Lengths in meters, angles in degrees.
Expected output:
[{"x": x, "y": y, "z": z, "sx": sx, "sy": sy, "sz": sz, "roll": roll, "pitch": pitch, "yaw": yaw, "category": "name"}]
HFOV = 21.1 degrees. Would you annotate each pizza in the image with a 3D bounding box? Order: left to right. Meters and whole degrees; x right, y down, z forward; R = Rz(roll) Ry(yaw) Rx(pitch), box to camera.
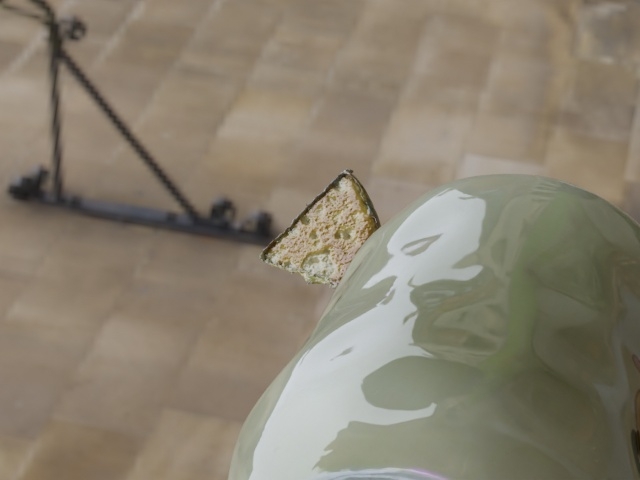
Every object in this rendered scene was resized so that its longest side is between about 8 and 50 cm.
[{"x": 0.000, "y": 0.000, "z": 1.481, "sx": 0.026, "sy": 0.109, "sz": 0.123, "roll": 65, "pitch": -166, "yaw": -60, "category": "pizza"}]

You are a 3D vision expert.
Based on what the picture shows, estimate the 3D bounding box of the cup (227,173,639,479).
[{"x": 0.044, "y": 0.114, "z": 0.745, "sx": 0.255, "sy": 0.173, "sz": 0.202, "roll": -54, "pitch": 2, "yaw": 36, "category": "cup"}]
